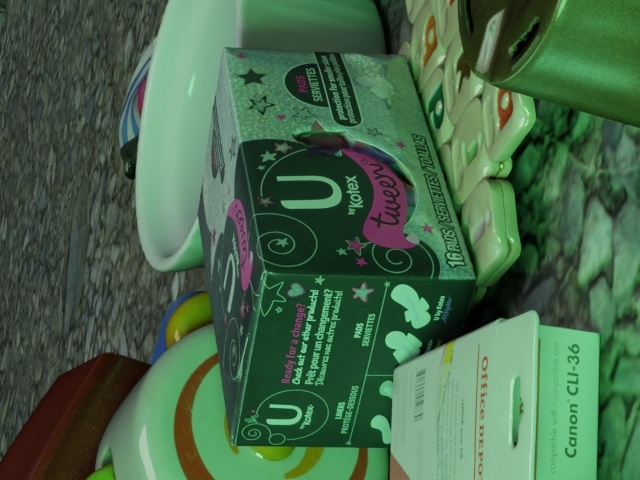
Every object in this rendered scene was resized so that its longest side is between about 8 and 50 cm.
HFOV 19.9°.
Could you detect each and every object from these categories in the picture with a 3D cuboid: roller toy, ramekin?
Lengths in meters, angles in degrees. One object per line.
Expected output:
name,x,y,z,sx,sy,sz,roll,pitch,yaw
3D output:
roller toy,-0.054,0.158,1.308,0.146,0.191,0.209,-49,14,56
ramekin,-0.050,-0.103,1.497,0.277,0.135,0.277,-172,90,-70

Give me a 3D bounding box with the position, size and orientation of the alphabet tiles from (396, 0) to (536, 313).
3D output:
alphabet tiles,0.091,-0.096,1.217,0.278,0.021,0.284,118,151,-65

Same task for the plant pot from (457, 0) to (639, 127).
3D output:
plant pot,0.163,-0.120,0.854,0.167,0.165,0.167,-171,90,-70

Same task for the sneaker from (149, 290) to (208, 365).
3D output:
sneaker,-0.121,0.164,1.660,0.090,0.081,0.232,50,134,51

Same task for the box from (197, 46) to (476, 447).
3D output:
box,0.000,0.000,1.244,0.247,0.142,0.163,-104,19,-48

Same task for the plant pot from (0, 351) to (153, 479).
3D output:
plant pot,-0.143,0.234,1.461,0.267,0.267,0.235,-26,45,67

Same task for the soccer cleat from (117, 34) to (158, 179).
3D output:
soccer cleat,-0.129,-0.161,1.774,0.331,0.116,0.143,145,131,-65

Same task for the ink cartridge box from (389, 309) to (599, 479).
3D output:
ink cartridge box,0.106,0.115,1.061,0.198,0.067,0.115,145,130,-66
